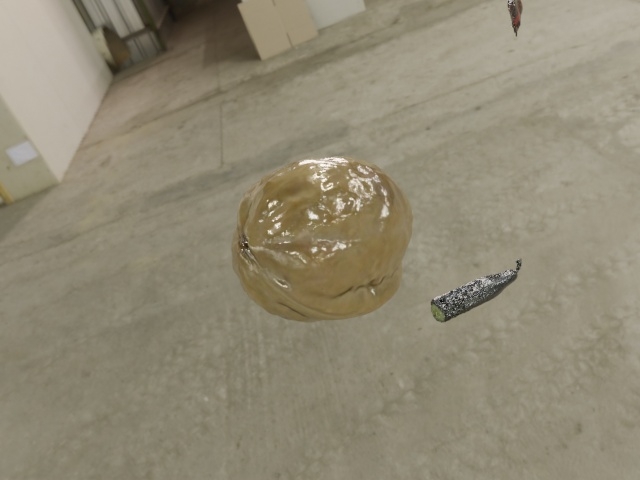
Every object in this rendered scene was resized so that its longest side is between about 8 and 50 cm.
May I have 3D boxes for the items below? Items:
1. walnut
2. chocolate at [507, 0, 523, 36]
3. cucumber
[{"bbox_3d":[0.000,0.000,1.207,0.381,0.381,0.381,-16,33,10],"label":"walnut"},{"bbox_3d":[0.483,-0.585,1.495,0.028,0.086,0.182,-7,44,31],"label":"chocolate"},{"bbox_3d":[0.241,0.076,0.907,0.163,0.039,0.043,-21,75,-15],"label":"cucumber"}]
